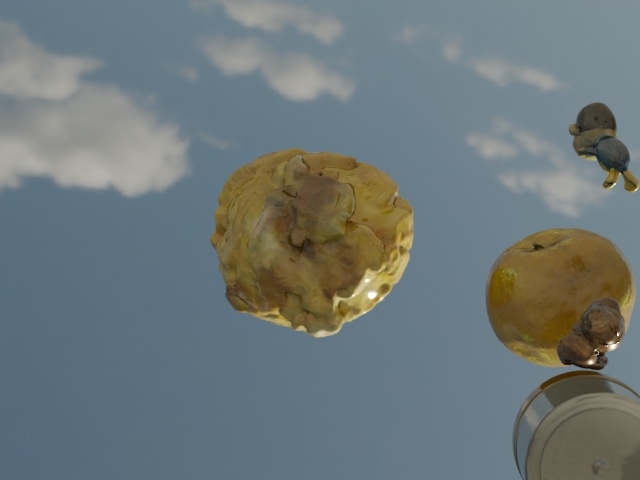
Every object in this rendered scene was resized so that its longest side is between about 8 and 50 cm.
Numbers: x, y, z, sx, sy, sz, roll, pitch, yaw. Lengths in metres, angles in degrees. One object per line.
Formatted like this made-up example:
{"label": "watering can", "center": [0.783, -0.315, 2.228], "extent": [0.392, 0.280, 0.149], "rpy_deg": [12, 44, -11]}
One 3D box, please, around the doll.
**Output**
{"label": "doll", "center": [0.469, -0.155, 2.319], "extent": [0.102, 0.089, 0.179], "rpy_deg": [6, -123, -25]}

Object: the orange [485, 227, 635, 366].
{"label": "orange", "center": [0.434, 0.104, 2.507], "extent": [0.279, 0.235, 0.279], "rpy_deg": [-20, -163, 6]}

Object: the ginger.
{"label": "ginger", "center": [0.390, 0.140, 1.973], "extent": [0.073, 0.103, 0.162], "rpy_deg": [41, -160, 10]}

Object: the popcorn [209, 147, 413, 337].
{"label": "popcorn", "center": [-0.010, 0.001, 2.647], "extent": [0.354, 0.344, 0.390], "rpy_deg": [5, -175, -28]}

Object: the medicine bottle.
{"label": "medicine bottle", "center": [0.432, 0.340, 2.211], "extent": [0.238, 0.237, 0.232], "rpy_deg": [12, -175, 2]}
